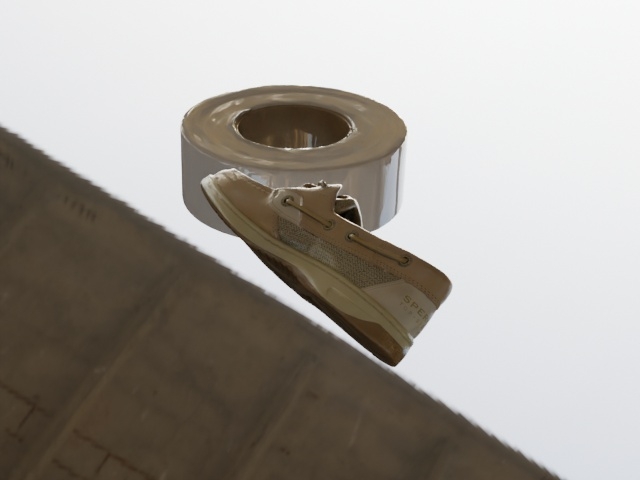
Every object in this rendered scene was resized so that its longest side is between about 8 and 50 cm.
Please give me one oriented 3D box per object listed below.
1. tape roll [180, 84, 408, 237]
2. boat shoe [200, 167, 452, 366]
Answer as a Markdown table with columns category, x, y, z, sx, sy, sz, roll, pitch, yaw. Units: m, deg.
| category | x | y | z | sx | sy | sz | roll | pitch | yaw |
| --- | --- | --- | --- | --- | --- | --- | --- | --- | --- |
| tape roll | -0.034 | -0.102 | 1.469 | 0.286 | 0.100 | 0.286 | 1 | -152 | -1 |
| boat shoe | 0.000 | 0.000 | 1.083 | 0.098 | 0.109 | 0.302 | -48 | -134 | -6 |
